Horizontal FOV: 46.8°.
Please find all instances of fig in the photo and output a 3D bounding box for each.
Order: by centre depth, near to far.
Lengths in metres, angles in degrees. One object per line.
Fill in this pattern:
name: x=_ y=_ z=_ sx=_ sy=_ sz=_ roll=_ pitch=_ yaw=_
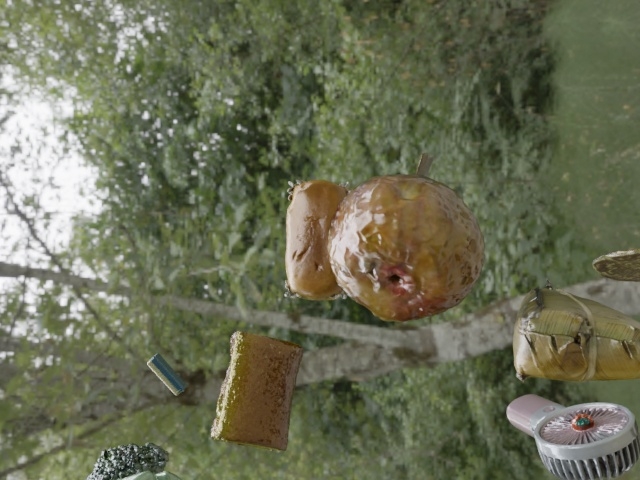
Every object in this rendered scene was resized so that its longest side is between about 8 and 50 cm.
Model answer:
fig: x=0.181 y=-0.039 z=1.387 sx=0.286 sy=0.286 sz=0.368 roll=85 pitch=-155 yaw=-44

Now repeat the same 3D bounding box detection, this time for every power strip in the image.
power strip: x=-0.405 y=0.356 z=1.954 sx=0.123 sy=0.032 sz=0.056 roll=48 pitch=179 yaw=-2

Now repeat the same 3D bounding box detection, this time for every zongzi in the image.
zongzi: x=0.332 y=0.113 z=0.883 sx=0.194 sy=0.197 sz=0.099 roll=-35 pitch=-54 yaw=-71

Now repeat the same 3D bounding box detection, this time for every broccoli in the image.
broccoli: x=-0.340 y=0.534 z=1.519 sx=0.177 sy=0.198 sz=0.275 roll=-47 pitch=-60 yaw=-17

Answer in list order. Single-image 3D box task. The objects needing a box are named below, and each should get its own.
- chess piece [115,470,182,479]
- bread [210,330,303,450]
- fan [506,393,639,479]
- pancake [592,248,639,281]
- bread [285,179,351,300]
chess piece: x=-0.290 y=0.367 z=0.881 sx=0.194 sy=0.299 sz=0.194 roll=41 pitch=-145 yaw=-38
bread: x=-0.100 y=0.238 z=1.166 sx=0.103 sy=0.132 sz=0.172 roll=-23 pitch=55 yaw=58
fan: x=0.336 y=0.261 z=1.027 sx=0.244 sy=0.130 sz=0.074 roll=-175 pitch=66 yaw=-75
pancake: x=0.743 y=0.051 z=1.665 sx=0.250 sy=0.250 sz=0.031 roll=73 pitch=-166 yaw=-71
bread: x=0.000 y=0.000 z=1.502 sx=0.107 sy=0.136 sz=0.241 roll=46 pitch=-134 yaw=-77
